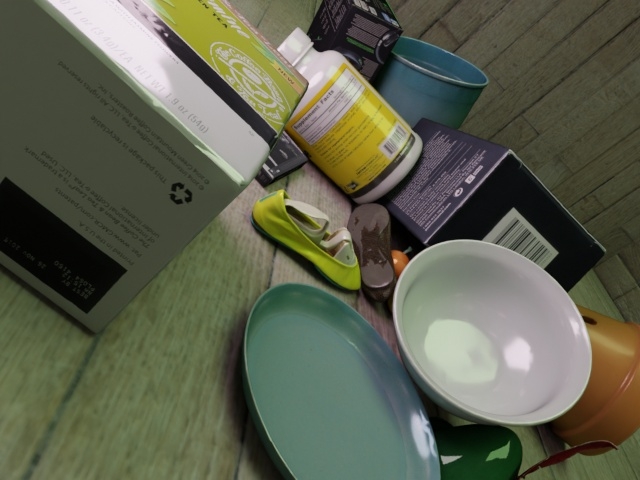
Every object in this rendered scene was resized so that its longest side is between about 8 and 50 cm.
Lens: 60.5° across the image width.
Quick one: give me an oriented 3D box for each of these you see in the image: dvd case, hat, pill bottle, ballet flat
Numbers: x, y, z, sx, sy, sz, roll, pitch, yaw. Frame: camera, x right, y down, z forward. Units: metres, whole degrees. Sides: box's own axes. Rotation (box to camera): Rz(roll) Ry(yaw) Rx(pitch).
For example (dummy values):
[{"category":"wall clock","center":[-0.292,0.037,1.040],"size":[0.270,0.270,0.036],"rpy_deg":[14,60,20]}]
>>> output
[{"category":"dvd case","center":[-0.134,-0.208,0.959],"size":[0.239,0.029,0.179],"rpy_deg":[48,25,-1]},{"category":"hat","center":[0.260,0.281,0.746],"size":[0.173,0.183,0.208],"rpy_deg":[57,26,16]},{"category":"pill bottle","center":[0.027,-0.244,1.083],"size":[0.334,0.188,0.188],"rpy_deg":[43,26,-16]},{"category":"ballet flat","center":[0.000,0.000,0.834],"size":[0.231,0.077,0.077],"rpy_deg":[36,28,-28]},{"category":"ballet flat","center":[0.097,0.019,0.989],"size":[0.250,0.084,0.058],"rpy_deg":[-95,170,-51]}]

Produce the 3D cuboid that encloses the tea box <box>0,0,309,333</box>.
[{"category":"tea box","center":[-0.218,-0.156,0.528],"size":[0.329,0.220,0.323],"rpy_deg":[42,26,-16]}]

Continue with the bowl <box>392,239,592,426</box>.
[{"category":"bowl","center":[0.236,0.154,0.831],"size":[0.297,0.134,0.298],"rpy_deg":[6,51,-8]}]

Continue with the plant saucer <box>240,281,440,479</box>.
[{"category":"plant saucer","center":[0.023,0.193,0.649],"size":[0.317,0.043,0.318],"rpy_deg":[38,27,-24]}]

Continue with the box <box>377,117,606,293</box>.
[{"category":"box","center":[0.301,-0.052,1.110],"size":[0.293,0.212,0.395],"rpy_deg":[38,8,-22]}]

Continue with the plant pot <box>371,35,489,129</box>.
[{"category":"plant pot","center":[0.228,-0.324,1.341],"size":[0.271,0.255,0.272],"rpy_deg":[14,34,-10]}]

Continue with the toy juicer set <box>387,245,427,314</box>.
[{"category":"toy juicer set","center":[0.214,0.138,0.979],"size":[0.209,0.089,0.329],"rpy_deg":[20,39,-47]}]

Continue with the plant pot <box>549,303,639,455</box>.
[{"category":"plant pot","center":[0.528,0.260,1.138],"size":[0.203,0.291,0.291],"rpy_deg":[34,25,6]}]

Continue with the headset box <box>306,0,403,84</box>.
[{"category":"headset box","center":[0.042,-0.427,1.267],"size":[0.131,0.283,0.246],"rpy_deg":[18,35,-21]}]
